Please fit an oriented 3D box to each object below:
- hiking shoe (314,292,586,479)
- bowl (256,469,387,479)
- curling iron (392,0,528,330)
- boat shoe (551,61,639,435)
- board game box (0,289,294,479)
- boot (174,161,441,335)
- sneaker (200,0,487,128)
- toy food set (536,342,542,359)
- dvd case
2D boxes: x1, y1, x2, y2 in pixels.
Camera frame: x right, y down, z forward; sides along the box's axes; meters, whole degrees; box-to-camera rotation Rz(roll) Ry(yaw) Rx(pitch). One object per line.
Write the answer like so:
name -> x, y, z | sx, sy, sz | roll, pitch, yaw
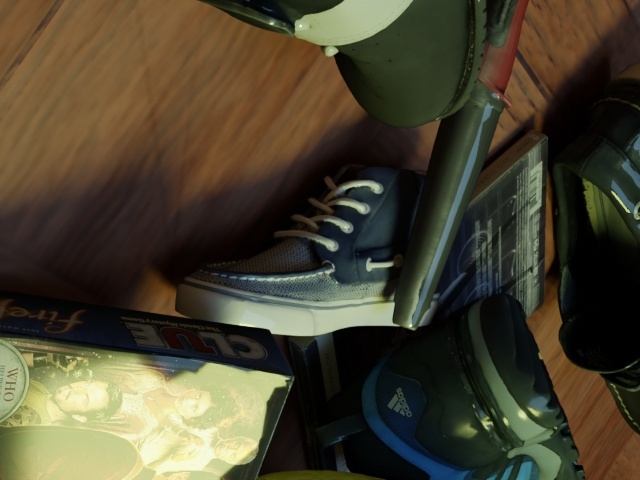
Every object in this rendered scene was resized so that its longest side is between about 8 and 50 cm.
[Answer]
hiking shoe -> 0.086, 0.116, 0.909 | 0.132, 0.113, 0.304 | -21, 154, 6
bowl -> -0.007, 0.237, 0.818 | 0.156, 0.289, 0.290 | -96, -156, -68
curling iron -> 0.092, -0.082, 0.757 | 0.068, 0.035, 0.274 | 30, 77, -59
boat shoe -> 0.215, 0.042, 1.008 | 0.113, 0.127, 0.340 | -38, 142, -26
board game box -> -0.127, 0.143, 0.645 | 0.165, 0.042, 0.243 | 10, 112, -27
boot -> 0.000, 0.000, 0.751 | 0.190, 0.069, 0.086 | 0, 101, -54
sneaker -> -0.029, -0.141, 0.551 | 0.146, 0.122, 0.330 | -31, 144, -6
toy food set -> 0.132, 0.107, 1.050 | 0.082, 0.020, 0.083 | 12, 107, -57
dvd case -> 0.069, 0.050, 0.917 | 0.221, 0.018, 0.165 | -40, 145, -26
